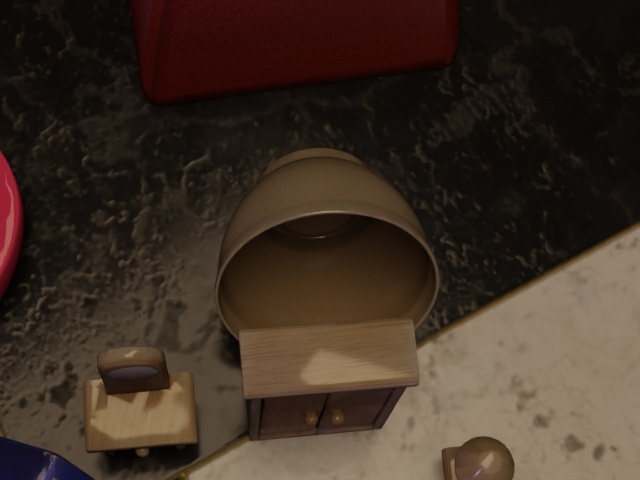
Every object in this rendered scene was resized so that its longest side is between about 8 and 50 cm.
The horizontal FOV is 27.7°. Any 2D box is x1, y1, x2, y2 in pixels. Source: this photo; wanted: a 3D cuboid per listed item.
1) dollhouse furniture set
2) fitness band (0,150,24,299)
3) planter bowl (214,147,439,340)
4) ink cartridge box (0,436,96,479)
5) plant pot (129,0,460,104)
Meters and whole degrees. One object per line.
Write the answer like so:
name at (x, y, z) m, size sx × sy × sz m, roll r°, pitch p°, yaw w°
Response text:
dollhouse furniture set at (-0.003, 0.246, 0.862) m, size 0.303 × 0.174 × 0.355 m, roll -4°, pitch 71°, yaw -5°
fitness band at (-0.369, -0.026, 0.996) m, size 0.291 × 0.054 × 0.209 m, roll 23°, pitch 74°, yaw 5°
planter bowl at (0.000, 0.000, 0.966) m, size 0.162 × 0.162 × 0.109 m, roll -3°, pitch 45°, yaw -5°
ink cartridge box at (-0.309, 0.238, 0.820) m, size 0.396 × 0.151 × 0.270 m, roll 13°, pitch 71°, yaw 11°
plant pot at (-0.030, -0.290, 1.008) m, size 0.268 × 0.235 × 0.267 m, roll -9°, pitch 72°, yaw -6°
